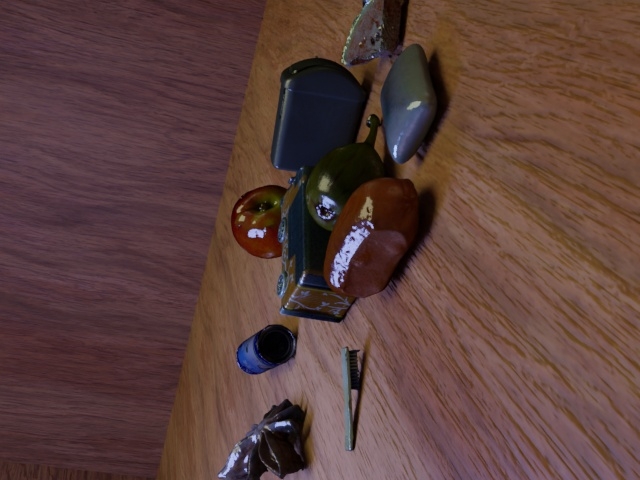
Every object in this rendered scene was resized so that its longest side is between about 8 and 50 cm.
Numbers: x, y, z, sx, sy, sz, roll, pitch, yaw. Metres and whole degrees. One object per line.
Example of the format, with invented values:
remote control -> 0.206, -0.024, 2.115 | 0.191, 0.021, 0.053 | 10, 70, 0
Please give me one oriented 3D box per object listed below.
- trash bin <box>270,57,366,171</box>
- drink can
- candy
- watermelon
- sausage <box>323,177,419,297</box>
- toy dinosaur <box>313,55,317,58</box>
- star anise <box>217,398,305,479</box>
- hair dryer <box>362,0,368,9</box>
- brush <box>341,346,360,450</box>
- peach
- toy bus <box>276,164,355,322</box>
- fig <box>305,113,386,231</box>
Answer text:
trash bin -> -0.008, -0.260, 1.848 | 0.101, 0.177, 0.236 | -115, 35, -65
drink can -> -0.132, 0.261, 2.097 | 0.235, 0.097, 0.097 | 142, 136, -68
candy -> 0.142, -0.228, 1.458 | 0.174, 0.071, 0.138 | -94, 20, -45
watermelon -> 0.115, -0.389, 1.705 | 0.187, 0.071, 0.139 | -58, 32, 36
sausage -> 0.080, -0.005, 1.434 | 0.258, 0.133, 0.133 | 115, 160, -47
toy dinosaur -> -0.012, -0.269, 2.056 | 0.162, 0.077, 0.294 | -105, 29, -60
star anise -> -0.106, 0.432, 1.845 | 0.258, 0.111, 0.198 | -34, 19, 48
hair dryer -> 0.107, -0.477, 1.759 | 0.124, 0.071, 0.219 | 27, 136, 32
brush -> 0.054, 0.273, 1.530 | 0.033, 0.030, 0.178 | 161, 109, -65
peach -> -0.128, -0.040, 2.152 | 0.197, 0.198, 0.197 | -169, 90, -75
toy bus -> 0.000, 0.000, 1.706 | 0.167, 0.139, 0.275 | 122, 153, -50
fig -> 0.079, -0.130, 1.614 | 0.259, 0.151, 0.151 | -52, -1, -31
